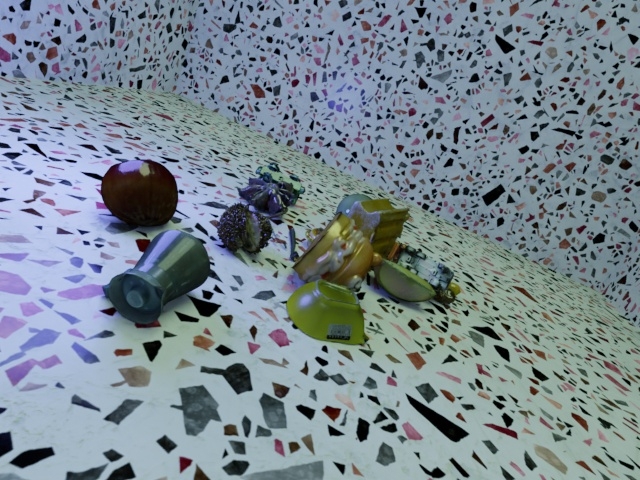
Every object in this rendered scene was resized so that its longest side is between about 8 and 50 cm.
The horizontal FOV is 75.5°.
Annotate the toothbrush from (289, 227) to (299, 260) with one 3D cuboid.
[{"bbox_3d":[-0.108,0.010,1.674,0.030,0.030,0.297,45,12,-20],"label":"toothbrush"}]

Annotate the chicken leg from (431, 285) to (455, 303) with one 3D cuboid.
[{"bbox_3d":[0.487,0.216,1.795,0.197,0.069,0.085,21,43,10],"label":"chicken leg"}]

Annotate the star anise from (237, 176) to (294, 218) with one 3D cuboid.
[{"bbox_3d":[-0.247,-0.189,1.904,0.315,0.139,0.359,27,34,31],"label":"star anise"}]

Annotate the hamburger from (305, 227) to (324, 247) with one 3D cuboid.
[{"bbox_3d":[0.000,0.000,1.741,0.141,0.082,0.126,31,21,14],"label":"hamburger"}]

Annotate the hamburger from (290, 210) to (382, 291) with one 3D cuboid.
[{"bbox_3d":[0.061,0.070,1.402,0.236,0.276,0.276,42,19,-5],"label":"hamburger"}]

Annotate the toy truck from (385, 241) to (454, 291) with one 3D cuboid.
[{"bbox_3d":[0.414,0.109,1.732,0.270,0.114,0.135,29,-1,8],"label":"toy truck"}]

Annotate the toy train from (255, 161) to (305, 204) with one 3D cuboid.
[{"bbox_3d":[-0.204,-0.296,2.120,0.269,0.115,0.154,23,-25,-1],"label":"toy train"}]

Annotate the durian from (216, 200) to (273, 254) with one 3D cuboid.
[{"bbox_3d":[-0.259,-0.049,1.434,0.196,0.166,0.196,31,44,-36],"label":"durian"}]

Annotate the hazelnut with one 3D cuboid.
[{"bbox_3d":[-0.560,-0.145,1.319,0.217,0.217,0.251,31,-3,17],"label":"hazelnut"}]

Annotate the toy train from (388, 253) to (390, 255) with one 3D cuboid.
[{"bbox_3d":[0.376,0.066,2.057,0.207,0.043,0.047,21,23,-10],"label":"toy train"}]

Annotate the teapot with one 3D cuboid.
[{"bbox_3d":[-0.396,0.085,0.996,0.203,0.171,0.225,-4,22,15],"label":"teapot"}]

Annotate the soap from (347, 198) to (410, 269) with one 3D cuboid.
[{"bbox_3d":[0.214,-0.021,1.736,0.156,0.294,0.335,34,23,22],"label":"soap"}]

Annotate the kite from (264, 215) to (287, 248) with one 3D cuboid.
[{"bbox_3d":[-0.248,-0.050,1.688,0.169,0.015,0.310,11,22,-34],"label":"kite"}]

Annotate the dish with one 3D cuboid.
[{"bbox_3d":[0.037,0.200,1.248,0.262,0.108,0.221,18,22,-15],"label":"dish"}]

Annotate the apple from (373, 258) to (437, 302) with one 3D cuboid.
[{"bbox_3d":[0.310,0.160,1.648,0.264,0.120,0.193,32,5,-7],"label":"apple"}]

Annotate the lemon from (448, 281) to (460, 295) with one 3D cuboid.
[{"bbox_3d":[0.605,0.224,1.895,0.083,0.062,0.062,20,20,-10],"label":"lemon"}]

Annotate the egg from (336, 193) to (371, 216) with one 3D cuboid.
[{"bbox_3d":[0.184,-0.138,2.119,0.202,0.203,0.282,30,18,16],"label":"egg"}]
